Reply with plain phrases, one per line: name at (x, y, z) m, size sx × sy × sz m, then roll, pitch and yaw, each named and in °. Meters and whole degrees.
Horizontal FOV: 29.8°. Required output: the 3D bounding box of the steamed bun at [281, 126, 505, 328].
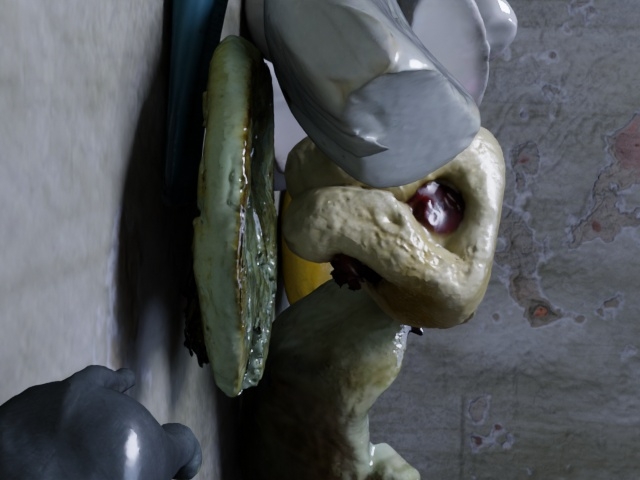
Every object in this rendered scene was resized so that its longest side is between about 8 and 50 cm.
steamed bun at (0.045, -0.024, 0.933) m, size 0.141 × 0.155 × 0.172 m, roll 147°, pitch -49°, yaw -67°

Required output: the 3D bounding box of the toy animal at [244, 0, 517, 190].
toy animal at (0.023, -0.175, 1.096) m, size 0.206 × 0.272 × 0.265 m, roll 52°, pitch 6°, yaw -35°

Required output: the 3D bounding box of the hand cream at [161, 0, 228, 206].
hand cream at (-0.085, -0.136, 0.832) m, size 0.083 × 0.048 × 0.224 m, roll -36°, pitch 133°, yaw -81°

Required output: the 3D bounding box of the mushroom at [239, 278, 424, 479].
mushroom at (0.006, 0.195, 1.081) m, size 0.247 × 0.130 × 0.344 m, roll -123°, pitch -150°, yaw -53°

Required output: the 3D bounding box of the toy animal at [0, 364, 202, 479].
toy animal at (-0.111, 0.175, 0.489) m, size 0.137 × 0.082 × 0.269 m, roll 74°, pitch 23°, yaw -61°

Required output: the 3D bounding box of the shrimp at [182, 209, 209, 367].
shrimp at (-0.084, 0.011, 0.875) m, size 0.091 × 0.034 × 0.161 m, roll 83°, pitch 7°, yaw -60°

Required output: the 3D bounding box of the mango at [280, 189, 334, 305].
mango at (0.000, 0.000, 1.371) m, size 0.137 × 0.098 × 0.195 m, roll 85°, pitch 17°, yaw -64°

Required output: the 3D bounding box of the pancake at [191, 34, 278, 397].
pancake at (-0.054, -0.018, 0.811) m, size 0.253 × 0.037 × 0.253 m, roll -1°, pitch 90°, yaw -87°

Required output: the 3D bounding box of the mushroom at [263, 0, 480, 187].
mushroom at (0.008, -0.179, 0.843) m, size 0.159 × 0.122 × 0.328 m, roll 96°, pitch -23°, yaw -51°
